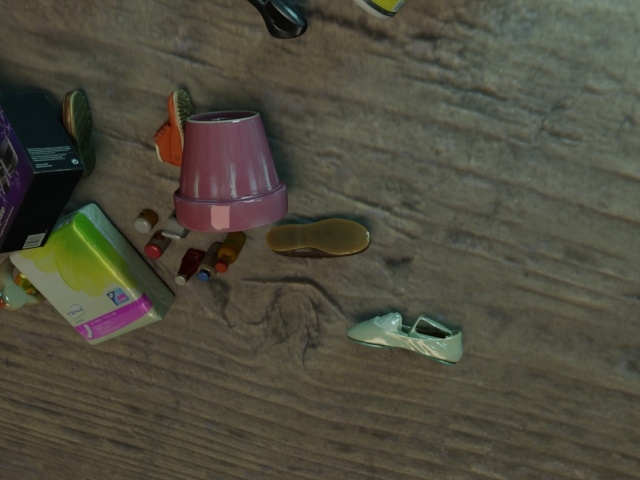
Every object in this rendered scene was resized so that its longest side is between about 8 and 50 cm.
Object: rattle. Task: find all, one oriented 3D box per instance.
[{"bbox_3d":[-0.709,0.118,1.364,0.142,0.200,0.130,-9,122,20],"label":"rattle"}]

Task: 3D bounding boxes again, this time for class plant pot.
[{"bbox_3d":[-0.161,-0.129,1.066,0.201,0.201,0.180,2,110,13],"label":"plant pot"}]

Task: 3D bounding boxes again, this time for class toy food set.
[{"bbox_3d":[-0.282,0.020,1.245,0.232,0.105,0.111,16,127,2],"label":"toy food set"}]

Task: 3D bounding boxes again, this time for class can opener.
[{"bbox_3d":[-0.094,-0.384,0.941,0.186,0.059,0.073,42,152,-5],"label":"can opener"}]

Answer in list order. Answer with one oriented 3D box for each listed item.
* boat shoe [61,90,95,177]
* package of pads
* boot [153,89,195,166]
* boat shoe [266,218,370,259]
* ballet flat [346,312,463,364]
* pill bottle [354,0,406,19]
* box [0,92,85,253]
[{"bbox_3d":[-0.475,-0.202,1.160,0.060,0.064,0.178,13,130,3],"label":"boat shoe"},{"bbox_3d":[-0.508,0.083,1.352,0.229,0.101,0.297,-21,117,25],"label":"package of pads"},{"bbox_3d":[-0.272,-0.203,1.114,0.084,0.059,0.158,11,128,12],"label":"boot"},{"bbox_3d":[0.000,0.000,1.190,0.206,0.073,0.073,2,163,17],"label":"boat shoe"},{"bbox_3d":[0.181,0.193,1.281,0.248,0.086,0.086,12,127,3],"label":"ballet flat"},{"bbox_3d":[0.116,-0.407,0.837,0.103,0.103,0.184,36,125,-13],"label":"pill bottle"},{"bbox_3d":[-0.572,-0.124,1.158,0.261,0.103,0.184,-45,69,37],"label":"box"}]
